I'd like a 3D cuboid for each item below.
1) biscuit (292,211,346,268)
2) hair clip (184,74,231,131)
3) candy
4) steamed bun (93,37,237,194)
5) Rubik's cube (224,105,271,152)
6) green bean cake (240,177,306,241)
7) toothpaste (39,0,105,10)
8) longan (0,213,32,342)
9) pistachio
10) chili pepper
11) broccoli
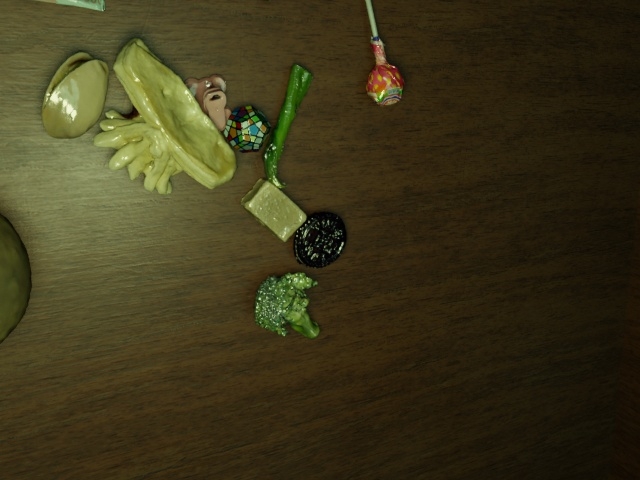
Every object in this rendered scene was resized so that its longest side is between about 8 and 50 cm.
[{"bbox_3d":[0.000,0.000,1.720,0.194,0.053,0.195,-14,116,-30],"label":"biscuit"},{"bbox_3d":[-0.305,-0.379,1.528,0.123,0.102,0.138,-22,142,-17],"label":"hair clip"},{"bbox_3d":[0.169,-0.591,1.665,0.124,0.124,0.366,-19,102,-20],"label":"candy"},{"bbox_3d":[-0.417,-0.265,1.424,0.428,0.189,0.247,50,37,-31],"label":"steamed bun"},{"bbox_3d":[-0.204,-0.310,1.543,0.133,0.112,0.133,-6,104,-25],"label":"Rubik's cube"},{"bbox_3d":[-0.140,-0.089,1.636,0.179,0.085,0.109,42,80,-27],"label":"green bean cake"},{"bbox_3d":[-0.631,-0.593,1.329,0.205,0.036,0.056,-6,102,-27],"label":"toothpaste"},{"bbox_3d":[-0.837,0.081,1.190,0.390,0.391,0.392,-5,104,-24],"label":"longan"},{"bbox_3d":[-0.596,-0.347,1.345,0.126,0.152,0.223,25,81,16],"label":"pistachio"},{"bbox_3d":[-0.100,-0.330,1.598,0.084,0.076,0.360,20,83,-51],"label":"chili pepper"},{"bbox_3d":[-0.081,0.193,1.700,0.274,0.177,0.199,20,90,-47],"label":"broccoli"}]
